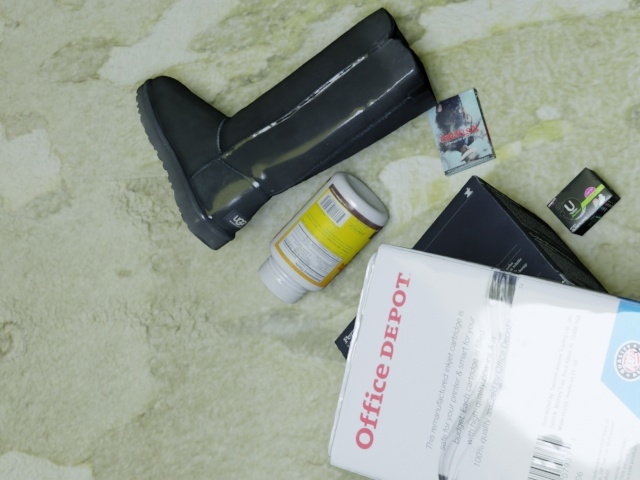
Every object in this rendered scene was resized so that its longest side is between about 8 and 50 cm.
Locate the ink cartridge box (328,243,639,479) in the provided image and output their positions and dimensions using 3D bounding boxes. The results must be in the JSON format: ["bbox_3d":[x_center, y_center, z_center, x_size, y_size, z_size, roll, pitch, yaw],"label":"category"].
[{"bbox_3d":[0.240,0.184,1.611,0.395,0.166,0.285,14,92,24],"label":"ink cartridge box"}]

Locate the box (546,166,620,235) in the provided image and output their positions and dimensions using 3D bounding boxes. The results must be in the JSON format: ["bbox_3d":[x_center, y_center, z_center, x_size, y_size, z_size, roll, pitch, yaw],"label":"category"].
[{"bbox_3d":[0.392,-0.057,1.971,0.083,0.052,0.062,-47,67,17],"label":"box"}]

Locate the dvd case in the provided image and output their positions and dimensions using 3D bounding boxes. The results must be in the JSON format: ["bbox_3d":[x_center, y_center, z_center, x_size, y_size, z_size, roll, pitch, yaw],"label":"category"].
[{"bbox_3d":[0.221,-0.171,2.092,0.087,0.013,0.119,-20,77,24],"label":"dvd case"}]

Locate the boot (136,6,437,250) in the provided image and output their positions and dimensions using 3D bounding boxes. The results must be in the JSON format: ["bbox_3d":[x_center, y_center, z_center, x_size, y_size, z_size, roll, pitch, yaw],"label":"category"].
[{"bbox_3d":[-0.064,-0.242,2.166,0.445,0.146,0.367,-36,57,15],"label":"boot"}]

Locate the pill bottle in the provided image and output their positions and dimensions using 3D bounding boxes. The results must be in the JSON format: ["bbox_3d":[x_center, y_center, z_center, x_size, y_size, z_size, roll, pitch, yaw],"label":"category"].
[{"bbox_3d":[0.000,0.000,2.128,0.215,0.117,0.117,-46,67,16],"label":"pill bottle"}]

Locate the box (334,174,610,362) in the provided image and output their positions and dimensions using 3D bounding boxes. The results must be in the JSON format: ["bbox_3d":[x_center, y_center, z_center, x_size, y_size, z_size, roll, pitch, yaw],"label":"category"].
[{"bbox_3d":[0.228,0.139,1.888,0.343,0.179,0.312,-51,32,14],"label":"box"}]
